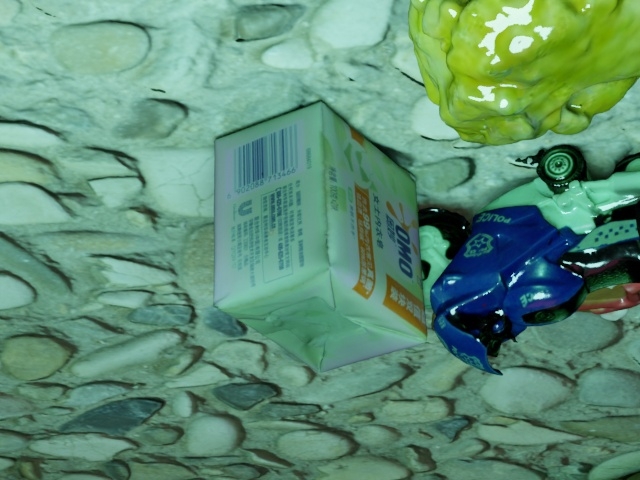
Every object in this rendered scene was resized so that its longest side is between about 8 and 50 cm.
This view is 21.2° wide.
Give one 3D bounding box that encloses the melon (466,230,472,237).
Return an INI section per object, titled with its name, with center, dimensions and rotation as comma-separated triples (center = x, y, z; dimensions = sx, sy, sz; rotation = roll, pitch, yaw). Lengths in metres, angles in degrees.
[melon]
center = 0.255, 0.013, 1.805
dimensions = 0.262, 0.053, 0.114
rotation = -10, 157, 19

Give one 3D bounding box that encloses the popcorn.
[popcorn]
center = 0.177, -0.182, 1.341
dimensions = 0.233, 0.192, 0.266
rotation = -34, 163, 23

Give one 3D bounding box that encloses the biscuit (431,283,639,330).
[biscuit]
center = 0.285, 0.054, 1.819
dimensions = 0.340, 0.047, 0.216
rotation = -10, 166, 2

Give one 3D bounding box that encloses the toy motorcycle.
[toy motorcycle]
center = 0.221, 0.020, 1.652
dimensions = 0.331, 0.196, 0.125
rotation = -15, 146, 15

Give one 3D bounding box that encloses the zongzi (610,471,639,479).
[zongzi]
center = 0.468, 0.352, 2.332
dimensions = 0.300, 0.145, 0.274
rotation = 14, 145, -11

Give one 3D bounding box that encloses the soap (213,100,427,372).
[soap]
center = 0.000, 0.000, 1.630
dimensions = 0.138, 0.199, 0.182
rotation = -20, 145, 27
